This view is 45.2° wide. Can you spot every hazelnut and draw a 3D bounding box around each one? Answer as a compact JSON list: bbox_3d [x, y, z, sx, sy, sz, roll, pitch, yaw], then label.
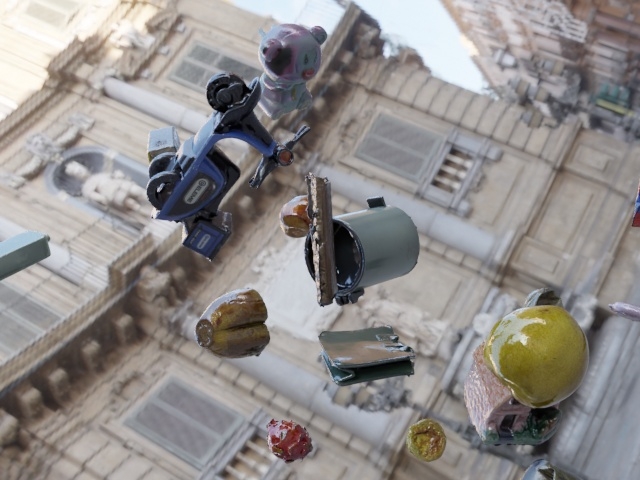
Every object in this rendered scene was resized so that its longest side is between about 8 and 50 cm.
[{"bbox_3d":[-0.069,-0.084,2.692,0.150,0.150,0.150,-53,-21,-31],"label":"hazelnut"}]

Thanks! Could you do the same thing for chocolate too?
[{"bbox_3d":[0.006,-0.001,1.869,0.102,0.065,0.329,-121,26,-81],"label":"chocolate"}]

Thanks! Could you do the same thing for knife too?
[{"bbox_3d":[0.835,0.197,1.682,0.132,0.398,0.038,33,-105,-60],"label":"knife"}]

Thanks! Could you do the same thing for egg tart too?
[{"bbox_3d":[0.314,0.596,2.299,0.130,0.130,0.052,-56,-2,-25],"label":"egg tart"}]

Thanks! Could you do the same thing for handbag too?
[{"bbox_3d":[0.137,0.339,2.313,0.247,0.260,0.079,-126,31,-69],"label":"handbag"}]

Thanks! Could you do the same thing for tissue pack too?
[{"bbox_3d":[-0.392,-0.208,1.960,0.169,0.082,0.120,-112,6,-61],"label":"tissue pack"}]

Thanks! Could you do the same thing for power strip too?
[{"bbox_3d":[-0.758,0.072,1.692,0.385,0.091,0.062,-33,-58,-44],"label":"power strip"}]

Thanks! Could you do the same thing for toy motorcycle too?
[{"bbox_3d":[-0.183,-0.143,1.439,0.358,0.212,0.125,-51,26,24],"label":"toy motorcycle"}]

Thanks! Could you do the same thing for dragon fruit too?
[{"bbox_3d":[-0.108,0.630,2.418,0.133,0.166,0.136,-36,-24,-45],"label":"dragon fruit"}]

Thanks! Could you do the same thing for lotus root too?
[{"bbox_3d":[-0.259,0.243,2.183,0.180,0.188,0.199,-6,-36,-49],"label":"lotus root"}]

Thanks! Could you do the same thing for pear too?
[{"bbox_3d":[0.443,0.227,1.559,0.209,0.209,0.209,-53,-21,-31],"label":"pear"}]

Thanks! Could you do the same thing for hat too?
[{"bbox_3d":[0.589,0.208,2.185,0.147,0.085,0.175,1,-35,-37],"label":"hat"}]

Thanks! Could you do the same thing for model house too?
[{"bbox_3d":[0.510,0.366,1.933,0.202,0.237,0.237,-94,9,-48],"label":"model house"}]

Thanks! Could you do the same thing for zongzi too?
[{"bbox_3d":[0.599,0.635,1.737,0.154,0.317,0.289,-60,-27,-12],"label":"zongzi"}]

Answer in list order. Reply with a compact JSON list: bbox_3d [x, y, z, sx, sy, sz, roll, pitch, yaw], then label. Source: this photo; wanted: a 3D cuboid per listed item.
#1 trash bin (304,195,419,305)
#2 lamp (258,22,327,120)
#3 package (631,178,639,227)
[{"bbox_3d":[0.119,0.023,2.161,0.262,0.217,0.277,-12,-88,-47],"label":"trash bin"},{"bbox_3d":[-0.117,-0.567,2.473,0.247,0.247,0.301,-23,-26,-29],"label":"lamp"},{"bbox_3d":[0.756,-0.126,1.742,0.022,0.083,0.200,-149,66,-75],"label":"package"}]
